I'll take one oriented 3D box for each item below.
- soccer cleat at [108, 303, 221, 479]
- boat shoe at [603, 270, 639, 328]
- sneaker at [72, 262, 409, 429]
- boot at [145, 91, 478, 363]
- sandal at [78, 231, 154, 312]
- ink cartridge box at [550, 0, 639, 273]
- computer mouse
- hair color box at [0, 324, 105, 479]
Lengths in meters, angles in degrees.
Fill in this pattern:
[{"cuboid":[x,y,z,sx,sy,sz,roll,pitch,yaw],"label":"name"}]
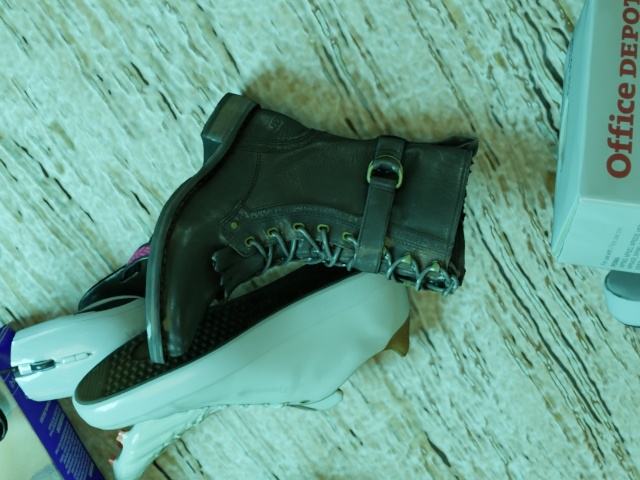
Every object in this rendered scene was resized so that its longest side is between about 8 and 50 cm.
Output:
[{"cuboid":[-0.123,0.146,1.100,0.076,0.068,0.196,28,107,-6],"label":"soccer cleat"},{"cuboid":[0.378,0.047,0.975,0.306,0.113,0.105,-11,113,-5],"label":"boat shoe"},{"cuboid":[-0.052,0.111,1.019,0.290,0.106,0.123,-22,113,-11],"label":"sneaker"},{"cuboid":[0.000,0.000,0.959,0.229,0.263,0.091,16,153,6],"label":"boot"},{"cuboid":[-0.141,0.030,1.074,0.179,0.040,0.067,-39,99,18],"label":"sandal"},{"cuboid":[0.314,-0.075,0.889,0.273,0.114,0.197,7,66,6],"label":"ink cartridge box"},{"cuboid":[-0.220,0.097,1.032,0.193,0.042,0.106,-19,100,-17],"label":"computer mouse"},{"cuboid":[-0.283,0.272,1.123,0.185,0.110,0.339,-28,105,2],"label":"hair color box"}]
